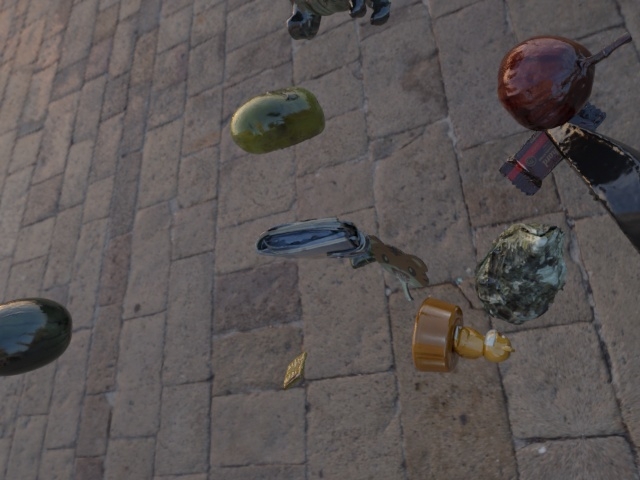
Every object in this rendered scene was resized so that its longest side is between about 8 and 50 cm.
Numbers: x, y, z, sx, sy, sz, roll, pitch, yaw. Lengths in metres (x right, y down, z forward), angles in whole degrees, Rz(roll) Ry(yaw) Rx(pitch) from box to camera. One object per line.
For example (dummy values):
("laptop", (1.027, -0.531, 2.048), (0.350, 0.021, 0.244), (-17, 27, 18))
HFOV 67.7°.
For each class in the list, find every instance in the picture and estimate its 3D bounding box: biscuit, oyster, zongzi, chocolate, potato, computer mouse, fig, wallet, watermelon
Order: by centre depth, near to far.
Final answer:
("watermelon", (-0.317, 0.101, 0.496), (0.110, 0.078, 0.078), (-18, 58, -11))
("fig", (0.317, -0.211, 0.641), (0.150, 0.128, 0.129), (13, 77, 27))
("computer mouse", (0.428, -0.087, 0.681), (0.087, 0.168, 0.295), (-39, 38, 25))
("chocolate", (0.404, -0.168, 0.841), (0.086, 0.028, 0.182), (43, 119, 19))
("wallet", (0.000, 0.000, 0.843), (0.170, 0.231, 0.070), (-5, 84, 13))
("oyster", (0.421, 0.068, 0.996), (0.162, 0.351, 0.158), (-16, 58, -1))
("zongzi", (0.115, 0.005, 1.150), (0.113, 0.052, 0.104), (-17, 96, 10))
("biscuit", (-0.064, 0.333, 1.217), (0.083, 0.018, 0.081), (-47, 19, 34))
("potato", (-0.112, -0.334, 1.282), (0.271, 0.111, 0.160), (-19, 93, -11))

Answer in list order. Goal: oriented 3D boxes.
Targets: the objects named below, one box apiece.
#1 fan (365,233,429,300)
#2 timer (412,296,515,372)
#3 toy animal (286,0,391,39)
("fan", (0.175, 0.073, 1.034), (0.152, 0.227, 0.008), (26, 67, 33))
("timer", (0.249, 0.172, 0.814), (0.152, 0.132, 0.132), (5, 73, 30))
("toy animal", (0.037, -0.408, 0.730), (0.343, 0.106, 0.169), (-13, 92, 45))
